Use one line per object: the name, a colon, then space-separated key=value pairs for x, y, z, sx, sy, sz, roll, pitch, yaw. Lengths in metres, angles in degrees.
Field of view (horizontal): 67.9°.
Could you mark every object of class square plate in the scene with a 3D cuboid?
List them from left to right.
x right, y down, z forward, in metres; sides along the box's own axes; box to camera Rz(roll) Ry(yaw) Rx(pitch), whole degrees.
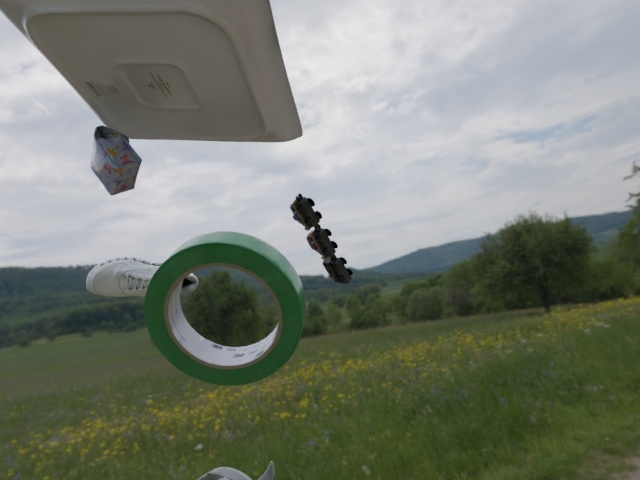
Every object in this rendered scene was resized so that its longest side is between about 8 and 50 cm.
square plate: x=-0.216 y=-0.228 z=0.659 sx=0.343 sy=0.050 sz=0.347 roll=3 pitch=-21 yaw=8

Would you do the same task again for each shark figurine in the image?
shark figurine: x=-0.220 y=0.560 z=1.084 sx=0.278 sy=0.167 sz=0.116 roll=5 pitch=-26 yaw=33

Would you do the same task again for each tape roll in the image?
tape roll: x=-0.193 y=0.143 z=0.982 sx=0.320 sy=0.322 sz=0.077 roll=-12 pitch=18 yaw=7

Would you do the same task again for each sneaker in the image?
sneaker: x=-0.474 y=0.106 z=1.293 sx=0.291 sy=0.110 sz=0.118 roll=0 pitch=11 yaw=-37

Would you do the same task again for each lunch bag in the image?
lunch bag: x=-0.314 y=-0.124 z=0.721 sx=0.053 sy=0.083 sz=0.071 roll=-32 pitch=-14 yaw=-44

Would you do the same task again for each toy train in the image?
toy train: x=0.000 y=0.000 z=0.670 sx=0.036 sy=0.158 sz=0.027 roll=2 pitch=41 yaw=44
